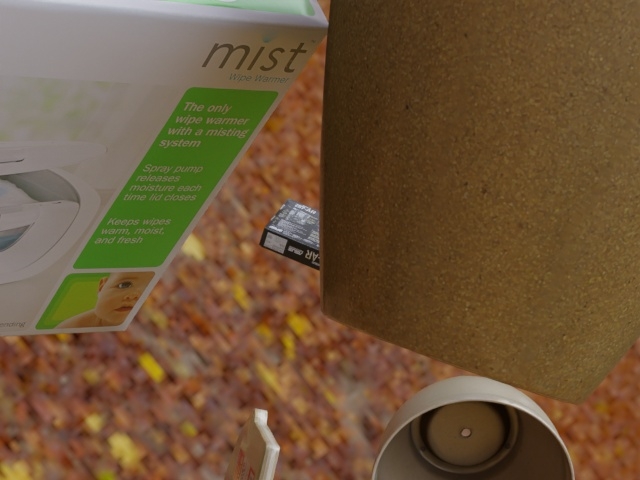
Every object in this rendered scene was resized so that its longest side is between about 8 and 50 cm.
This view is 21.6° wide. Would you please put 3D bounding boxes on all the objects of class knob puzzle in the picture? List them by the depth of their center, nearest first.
[{"bbox_3d":[-0.056,0.220,1.243,0.030,0.213,0.213,12,22,-9],"label":"knob puzzle"}]

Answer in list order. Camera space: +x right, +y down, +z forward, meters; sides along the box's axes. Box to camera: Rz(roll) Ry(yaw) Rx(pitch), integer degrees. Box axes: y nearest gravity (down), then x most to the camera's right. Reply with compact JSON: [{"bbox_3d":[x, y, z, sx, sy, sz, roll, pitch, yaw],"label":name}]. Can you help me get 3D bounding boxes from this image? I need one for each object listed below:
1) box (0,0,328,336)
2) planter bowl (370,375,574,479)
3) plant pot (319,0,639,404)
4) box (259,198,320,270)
[{"bbox_3d":[-0.170,-0.071,0.781,0.262,0.231,0.126,0,50,-42],"label":"box"},{"bbox_3d":[0.121,0.177,1.378,0.162,0.162,0.109,48,15,-16],"label":"planter bowl"},{"bbox_3d":[0.095,-0.070,0.706,0.237,0.254,0.237,20,-1,0],"label":"plant pot"},{"bbox_3d":[0.000,0.000,1.347,0.083,0.018,0.067,22,27,7],"label":"box"}]
